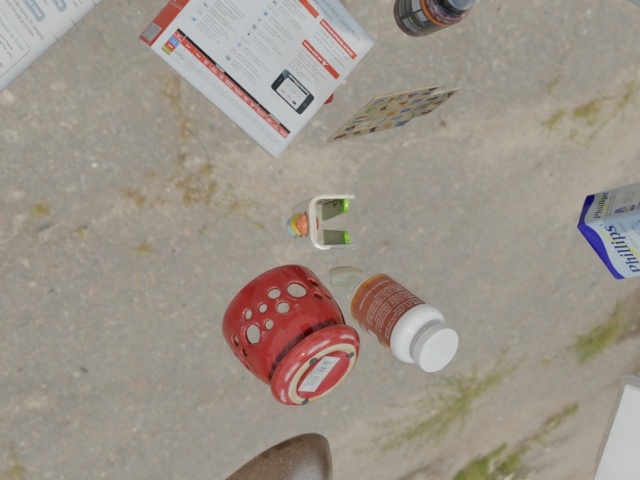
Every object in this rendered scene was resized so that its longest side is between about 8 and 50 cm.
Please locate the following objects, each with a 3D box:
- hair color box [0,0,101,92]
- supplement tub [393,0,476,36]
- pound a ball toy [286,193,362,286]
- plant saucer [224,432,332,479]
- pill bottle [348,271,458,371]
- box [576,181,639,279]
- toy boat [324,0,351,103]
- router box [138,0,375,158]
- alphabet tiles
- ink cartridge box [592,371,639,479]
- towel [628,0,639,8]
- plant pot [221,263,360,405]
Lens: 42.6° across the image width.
[{"bbox_3d":[-0.492,-0.366,1.238,0.374,0.114,0.185,-49,142,-17],"label":"hair color box"},{"bbox_3d":[0.228,-0.465,1.608,0.106,0.198,0.106,-1,94,-21],"label":"supplement tub"},{"bbox_3d":[0.000,0.000,1.945,0.136,0.319,0.208,-2,90,-10],"label":"pound a ball toy"},{"bbox_3d":[-0.055,0.245,0.676,0.199,0.036,0.198,-34,149,-25],"label":"plant saucer"},{"bbox_3d":[0.158,0.157,1.567,0.121,0.216,0.121,-17,123,-28],"label":"pill bottle"},{"bbox_3d":[0.469,-0.016,1.195,0.126,0.137,0.072,47,52,-23],"label":"box"},{"bbox_3d":[-0.026,-0.497,2.103,0.148,0.267,0.318,-4,113,-24],"label":"toy boat"},{"bbox_3d":[-0.107,-0.368,1.518,0.301,0.082,0.335,-49,126,1],"label":"router box"},{"bbox_3d":[0.153,-0.255,1.605,0.237,0.009,0.198,-17,171,-31],"label":"alphabet tiles"},{"bbox_3d":[0.624,0.373,1.500,0.270,0.197,0.198,13,95,-70],"label":"ink cartridge box"},{"bbox_3d":[0.303,-0.198,0.641,0.374,0.320,0.090,-1,136,-55],"label":"towel"},{"bbox_3d":[-0.040,0.163,1.351,0.191,0.174,0.191,-27,143,-22],"label":"plant pot"}]
